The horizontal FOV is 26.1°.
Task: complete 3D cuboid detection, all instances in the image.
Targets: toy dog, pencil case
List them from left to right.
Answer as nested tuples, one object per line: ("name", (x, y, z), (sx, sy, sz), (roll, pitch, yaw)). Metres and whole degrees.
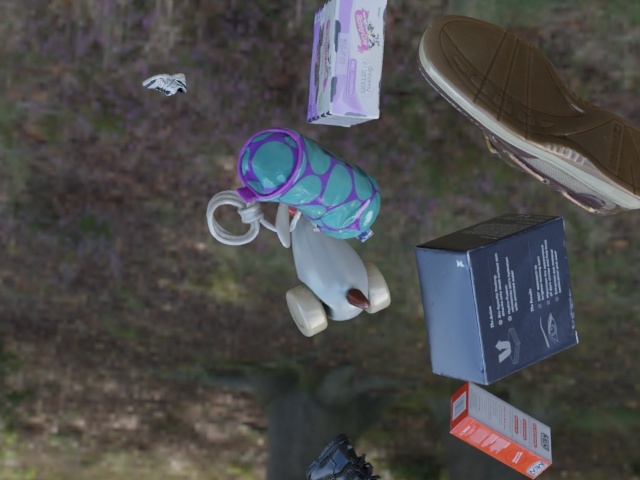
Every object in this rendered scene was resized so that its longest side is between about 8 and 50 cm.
("pencil case", (-0.007, -0.045, 1.148), (0.070, 0.064, 0.151), (-48, 149, 10))
("toy dog", (0.000, 0.000, 2.153), (0.334, 0.220, 0.161), (49, 164, -15))

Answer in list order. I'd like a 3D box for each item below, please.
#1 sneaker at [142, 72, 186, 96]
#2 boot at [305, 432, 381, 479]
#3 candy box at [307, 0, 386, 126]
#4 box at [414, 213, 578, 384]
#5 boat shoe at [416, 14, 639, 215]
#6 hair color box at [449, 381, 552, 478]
("sneaker", (-0.253, -0.254, 2.267), (0.083, 0.037, 0.032), (-11, 177, -41))
("boot", (0.033, 0.347, 1.991), (0.045, 0.099, 0.121), (-11, 146, -40))
("candy box", (0.035, -0.246, 1.898), (0.070, 0.165, 0.196), (4, 180, -9))
("box", (0.202, 0.063, 1.574), (0.158, 0.156, 0.093), (-18, -164, -36))
("boat shoe", (0.232, -0.126, 1.560), (0.342, 0.123, 0.123), (28, 150, -21))
("hair color box", (0.242, 0.254, 1.849), (0.141, 0.072, 0.043), (30, 125, -15))
